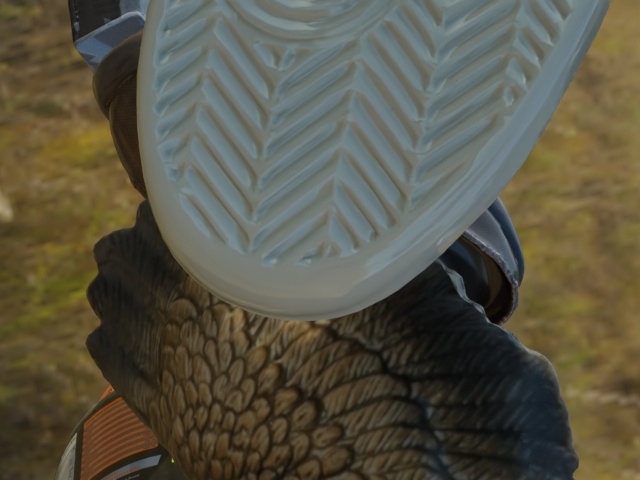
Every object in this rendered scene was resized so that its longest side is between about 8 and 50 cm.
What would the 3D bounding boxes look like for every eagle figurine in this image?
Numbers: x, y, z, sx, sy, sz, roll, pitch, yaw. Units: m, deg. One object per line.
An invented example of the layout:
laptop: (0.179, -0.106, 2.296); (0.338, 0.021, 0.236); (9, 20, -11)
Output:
eagle figurine: (-0.011, 0.113, 0.639); (0.298, 0.225, 0.226); (43, 8, 8)

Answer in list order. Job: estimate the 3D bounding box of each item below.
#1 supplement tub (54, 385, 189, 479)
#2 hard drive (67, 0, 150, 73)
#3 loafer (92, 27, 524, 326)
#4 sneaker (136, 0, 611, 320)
supplement tub: (-0.092, 0.226, 1.388); (0.338, 0.207, 0.207); (-98, 167, -66)
hard drive: (-0.106, -0.133, 1.399); (0.254, 0.054, 0.172); (52, 21, -52)
loafer: (0.000, 0.000, 1.202); (0.366, 0.134, 0.130); (28, 42, -42)
sneaker: (0.048, -0.125, 0.634); (0.148, 0.131, 0.350); (77, 34, -72)
